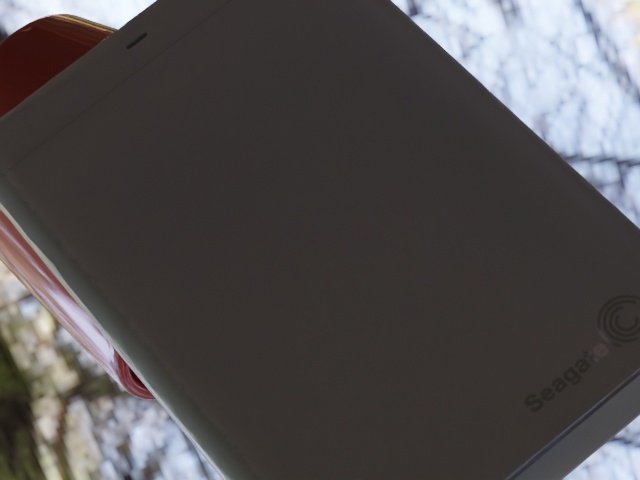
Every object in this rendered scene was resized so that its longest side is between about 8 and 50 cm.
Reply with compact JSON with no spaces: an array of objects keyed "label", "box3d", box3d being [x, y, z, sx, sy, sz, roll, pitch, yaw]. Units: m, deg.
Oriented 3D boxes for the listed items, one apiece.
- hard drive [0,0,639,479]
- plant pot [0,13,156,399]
[{"label":"hard drive","box3d":[0.000,0.000,0.871,0.203,0.040,0.307,-38,-122,-8]},{"label":"plant pot","box3d":[-0.159,-0.046,1.590,0.243,0.275,0.275,32,-127,22]}]
